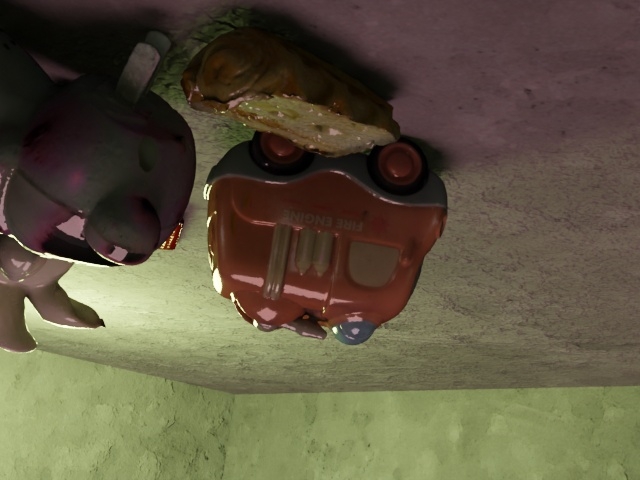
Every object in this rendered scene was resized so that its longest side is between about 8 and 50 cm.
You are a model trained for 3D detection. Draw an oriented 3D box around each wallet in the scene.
[{"bbox_3d":[-0.277,-0.018,1.520,0.103,0.020,0.196,11,163,-11],"label":"wallet"}]

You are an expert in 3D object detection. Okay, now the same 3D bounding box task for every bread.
[{"bbox_3d":[-0.023,-0.138,0.904,0.232,0.088,0.128,14,172,-44],"label":"bread"}]

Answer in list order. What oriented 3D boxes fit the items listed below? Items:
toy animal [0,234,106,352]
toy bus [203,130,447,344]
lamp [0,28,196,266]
[{"bbox_3d":[-0.362,-0.018,1.203,0.183,0.247,0.310,-5,156,-30],"label":"toy animal"},{"bbox_3d":[0.000,0.000,1.102,0.288,0.232,0.194,12,161,-8],"label":"toy bus"},{"bbox_3d":[-0.255,-0.113,0.904,0.301,0.247,0.247,29,-162,-8],"label":"lamp"}]
